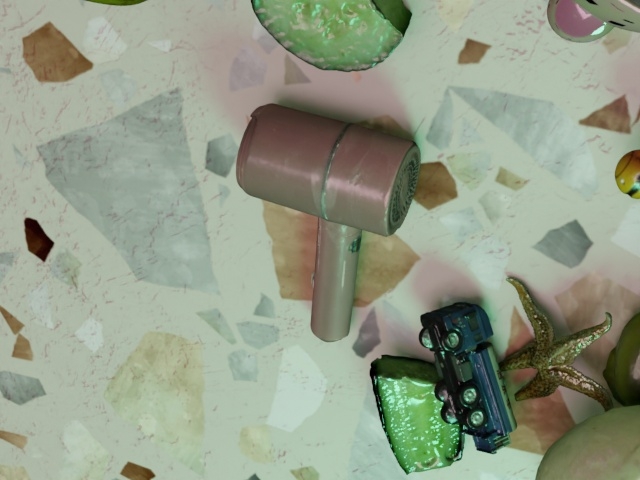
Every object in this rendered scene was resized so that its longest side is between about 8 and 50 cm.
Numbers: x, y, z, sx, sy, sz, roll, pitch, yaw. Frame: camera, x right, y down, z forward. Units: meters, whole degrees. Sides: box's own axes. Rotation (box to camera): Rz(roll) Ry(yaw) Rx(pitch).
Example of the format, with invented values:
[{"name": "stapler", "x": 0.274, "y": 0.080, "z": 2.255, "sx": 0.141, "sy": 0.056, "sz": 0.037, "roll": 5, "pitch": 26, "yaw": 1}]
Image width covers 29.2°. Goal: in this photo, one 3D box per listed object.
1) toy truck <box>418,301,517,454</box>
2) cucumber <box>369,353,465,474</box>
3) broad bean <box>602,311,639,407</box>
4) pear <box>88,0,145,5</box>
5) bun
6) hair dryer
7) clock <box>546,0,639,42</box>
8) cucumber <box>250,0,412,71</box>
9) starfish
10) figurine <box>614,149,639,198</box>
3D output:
[{"name": "toy truck", "x": 0.200, "y": 0.181, "z": 1.610, "sx": 0.074, "sy": 0.088, "sz": 0.201, "roll": -1, "pitch": 108, "yaw": 67}, {"name": "cucumber", "x": 0.135, "y": 0.231, "z": 1.691, "sx": 0.115, "sy": 0.086, "sz": 0.193, "roll": -17, "pitch": 116, "yaw": -5}, {"name": "broad bean", "x": 0.429, "y": 0.145, "z": 1.527, "sx": 0.124, "sy": 0.082, "sz": 0.174, "roll": 28, "pitch": 114, "yaw": 4}, {"name": "pear", "x": -0.252, "y": -0.412, "z": 1.411, "sx": 0.284, "sy": 0.283, "sz": 0.283, "roll": 10, "pitch": 120, "yaw": 18}, {"name": "bun", "x": 0.443, "y": 0.359, "z": 1.513, "sx": 0.361, "sy": 0.213, "sz": 0.361, "roll": 3, "pitch": 135, "yaw": 3}, {"name": "hair dryer", "x": 0.000, "y": 0.000, "z": 1.612, "sx": 0.210, "sy": 0.125, "sz": 0.352, "roll": 17, "pitch": 128, "yaw": 15}, {"name": "clock", "x": 0.373, "y": -0.338, "z": 1.269, "sx": 0.309, "sy": 0.114, "sz": 0.284, "roll": -5, "pitch": 115, "yaw": 26}, {"name": "cucumber", "x": 0.016, "y": -0.297, "z": 1.435, "sx": 0.191, "sy": 0.130, "sz": 0.191, "roll": 11, "pitch": 124, "yaw": 16}, {"name": "starfish", "x": 0.294, "y": 0.144, "z": 1.573, "sx": 0.223, "sy": 0.050, "sz": 0.217, "roll": -43, "pitch": 68, "yaw": 44}, {"name": "figurine", "x": 0.478, "y": -0.017, "z": 1.344, "sx": 0.320, "sy": 0.196, "sz": 0.323, "roll": 12, "pitch": 110, "yaw": 10}]
